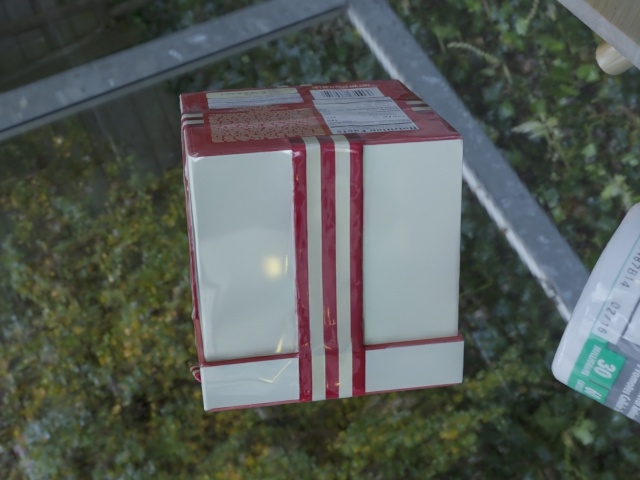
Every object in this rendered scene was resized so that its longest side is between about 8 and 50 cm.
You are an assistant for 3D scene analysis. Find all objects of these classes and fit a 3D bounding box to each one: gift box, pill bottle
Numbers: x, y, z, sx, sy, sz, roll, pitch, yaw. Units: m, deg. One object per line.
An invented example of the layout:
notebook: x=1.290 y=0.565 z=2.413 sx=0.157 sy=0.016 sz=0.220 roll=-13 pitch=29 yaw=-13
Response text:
gift box: x=0.000 y=0.000 z=0.918 sx=0.276 sy=0.255 sz=0.258 roll=-103 pitch=10 yaw=-69
pill bottle: x=0.426 y=0.124 z=0.951 sx=0.361 sy=0.204 sz=0.204 roll=27 pitch=147 yaw=19

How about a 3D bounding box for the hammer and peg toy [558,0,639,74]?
hammer and peg toy: x=0.287 y=-0.358 z=0.949 sx=0.266 sy=0.361 sz=0.127 roll=35 pitch=154 yaw=-14
